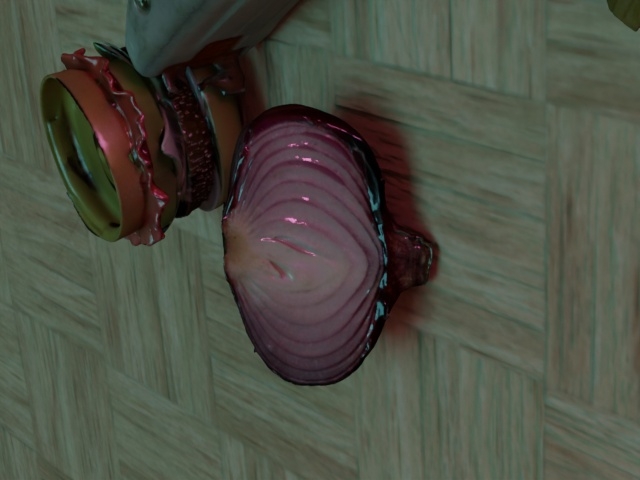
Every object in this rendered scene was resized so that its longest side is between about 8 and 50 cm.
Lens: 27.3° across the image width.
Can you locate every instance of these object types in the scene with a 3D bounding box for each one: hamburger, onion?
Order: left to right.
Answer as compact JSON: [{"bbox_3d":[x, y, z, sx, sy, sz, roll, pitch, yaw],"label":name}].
[{"bbox_3d":[-0.135,-0.086,1.052,0.175,0.137,0.175,43,145,40],"label":"hamburger"},{"bbox_3d":[0.000,0.000,0.964,0.098,0.151,0.205,-117,28,-75],"label":"onion"}]

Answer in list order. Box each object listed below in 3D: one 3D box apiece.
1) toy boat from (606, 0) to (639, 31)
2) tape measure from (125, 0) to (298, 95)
[{"bbox_3d":[0.203,-0.185,0.638,0.072,0.064,0.206,42,138,10],"label":"toy boat"},{"bbox_3d":[-0.075,-0.260,0.900,0.258,0.130,0.265,-32,81,56],"label":"tape measure"}]
